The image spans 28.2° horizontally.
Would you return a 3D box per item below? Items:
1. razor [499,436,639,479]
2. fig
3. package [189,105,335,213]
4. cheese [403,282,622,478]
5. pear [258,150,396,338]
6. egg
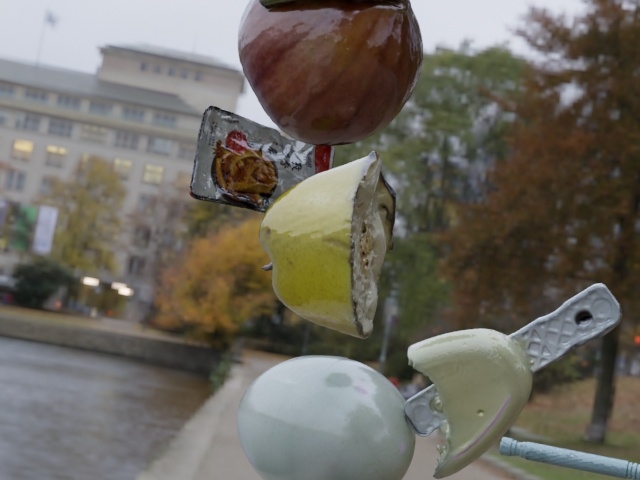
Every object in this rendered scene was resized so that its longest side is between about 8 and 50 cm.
[{"bbox_3d":[0.357,0.298,1.719,0.232,0.068,0.106,9,25,18],"label":"razor"},{"bbox_3d":[0.015,-0.198,1.280,0.205,0.205,0.205,9,-5,1],"label":"fig"},{"bbox_3d":[-0.089,-0.114,2.033,0.239,0.154,0.030,15,-17,-26],"label":"package"},{"bbox_3d":[0.178,0.119,1.204,0.235,0.127,0.050,-32,-2,14],"label":"cheese"},{"bbox_3d":[-0.001,0.002,1.795,0.178,0.266,0.267,5,-6,11],"label":"pear"},{"bbox_3d":[0.000,0.190,1.283,0.209,0.151,0.151,11,-3,44],"label":"egg"}]
